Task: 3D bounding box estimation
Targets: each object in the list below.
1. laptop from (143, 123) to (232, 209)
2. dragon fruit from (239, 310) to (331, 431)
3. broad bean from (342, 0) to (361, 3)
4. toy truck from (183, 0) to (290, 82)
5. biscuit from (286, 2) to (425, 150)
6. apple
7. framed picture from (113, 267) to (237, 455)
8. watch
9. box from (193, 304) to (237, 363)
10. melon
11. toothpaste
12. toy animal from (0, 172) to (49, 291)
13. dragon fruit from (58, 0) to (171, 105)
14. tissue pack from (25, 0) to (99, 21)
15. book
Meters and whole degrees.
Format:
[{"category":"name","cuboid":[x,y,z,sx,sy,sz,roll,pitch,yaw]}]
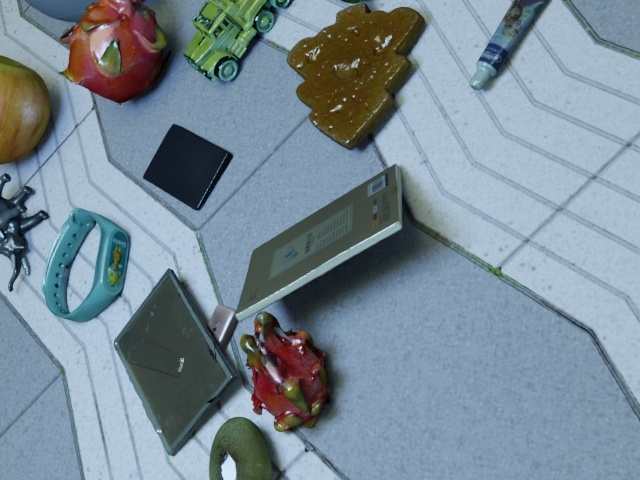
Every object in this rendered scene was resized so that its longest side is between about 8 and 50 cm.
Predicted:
[{"category":"laptop","cuboid":[-0.271,-0.149,1.664,0.197,0.016,0.135,31,90,39]},{"category":"dragon fruit","cuboid":[-0.059,0.201,1.309,0.133,0.208,0.150,-17,18,12]},{"category":"broad bean","cuboid":[0.014,-0.510,1.598,0.256,0.052,0.052,44,111,41]},{"category":"toy truck","cuboid":[-0.186,-0.456,1.661,0.128,0.135,0.259,40,98,38]},{"category":"biscuit","cuboid":[0.054,-0.293,1.492,0.278,0.043,0.302,-6,65,28]},{"category":"apple","cuboid":[-0.761,-0.303,1.879,0.286,0.286,0.233,30,108,37]},{"category":"framed picture","cuboid":[-0.272,0.214,1.488,0.209,0.019,0.281,-50,52,19]},{"category":"watch","cuboid":[-0.479,0.047,1.688,0.195,0.068,0.237,-6,71,33]},{"category":"box","cuboid":[-0.186,0.173,1.468,0.048,0.025,0.115,20,83,38]},{"category":"melon","cuboid":[-0.127,0.358,1.309,0.099,0.099,0.162,-21,58,25]},{"category":"toothpaste","cuboid":[0.308,-0.339,1.356,0.062,0.037,0.216,29,83,39]},{"category":"toy animal","cuboid":[-0.681,-0.029,1.838,0.137,0.082,0.269,-40,58,16]},{"category":"dragon fruit","cuboid":[-0.432,-0.413,1.757,0.224,0.224,0.227,42,101,37]},{"category":"tissue pack","cuboid":[-0.524,-0.642,1.902,0.333,0.236,0.229,-11,74,29]},{"category":"book","cuboid":[0.000,0.000,1.350,0.310,0.021,0.217,-31,22,19]}]
